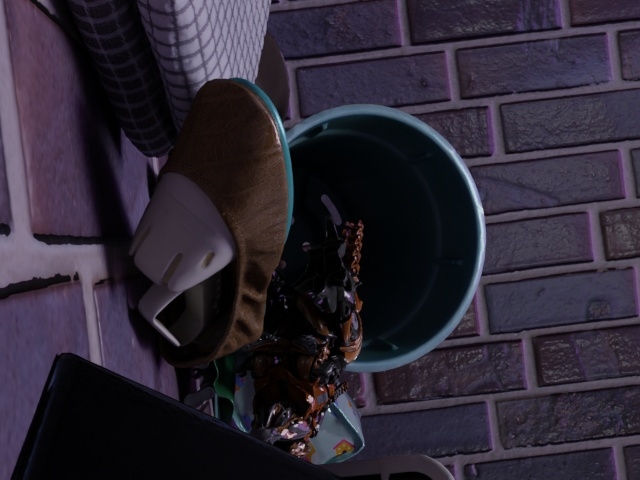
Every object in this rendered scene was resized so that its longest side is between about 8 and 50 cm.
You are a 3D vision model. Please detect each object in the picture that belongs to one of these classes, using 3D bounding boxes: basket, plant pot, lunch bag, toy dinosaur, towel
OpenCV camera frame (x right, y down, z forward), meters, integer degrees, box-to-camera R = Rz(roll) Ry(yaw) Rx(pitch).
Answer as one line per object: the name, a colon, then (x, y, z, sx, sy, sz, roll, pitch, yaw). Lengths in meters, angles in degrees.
basket: (-0.121, -0.175, 1.208, 0.227, 0.154, 0.204, -88, 176, -69)
plant pot: (0.000, 0.000, 1.332, 0.334, 0.341, 0.341, 177, -94, -68)
lunch bag: (-0.067, 0.221, 1.370, 0.262, 0.160, 0.223, 50, 0, 0)
toy dinosaur: (-0.021, 0.094, 1.054, 0.322, 0.164, 0.218, -91, 164, -50)
towel: (-0.119, -0.240, 0.778, 0.235, 0.121, 0.284, 81, 15, -63)

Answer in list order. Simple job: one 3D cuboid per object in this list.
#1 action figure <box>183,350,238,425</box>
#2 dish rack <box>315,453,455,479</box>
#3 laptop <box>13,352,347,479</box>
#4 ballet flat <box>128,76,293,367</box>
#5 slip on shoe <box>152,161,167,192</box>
action figure: (-0.125, 0.116, 1.089, 0.232, 0.063, 0.137, -84, 166, -76)
dish rack: (0.034, 0.396, 1.063, 0.072, 0.332, 0.286, 10, 70, -58)
laptop: (-0.017, 0.319, 0.472, 0.382, 0.236, 0.408, -97, -176, -64)
ballet flat: (-0.102, 0.014, 0.786, 0.116, 0.124, 0.342, 42, -30, 16)
slip on shoe: (-0.156, -0.046, 1.006, 0.041, 0.051, 0.135, -56, 179, -14)
